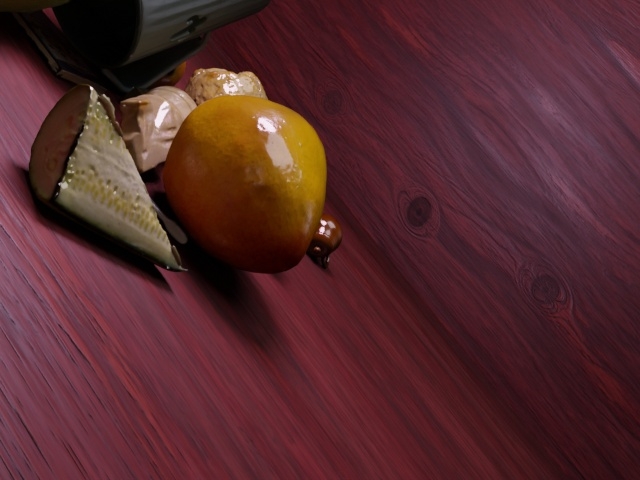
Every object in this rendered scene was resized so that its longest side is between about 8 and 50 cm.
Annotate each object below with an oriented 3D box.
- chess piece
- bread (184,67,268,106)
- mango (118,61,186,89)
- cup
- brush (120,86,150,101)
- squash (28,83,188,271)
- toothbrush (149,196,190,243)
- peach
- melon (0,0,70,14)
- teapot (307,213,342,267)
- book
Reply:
[{"bbox_3d":[-0.300,-0.197,1.506,0.137,0.137,0.301,47,13,-10],"label":"chess piece"},{"bbox_3d":[-0.254,-0.391,2.249,0.244,0.134,0.244,8,11,-2],"label":"bread"},{"bbox_3d":[-0.416,-0.440,1.878,0.254,0.139,0.175,37,-3,-17],"label":"mango"},{"bbox_3d":[-0.327,-0.509,1.647,0.392,0.401,0.310,-28,90,-38],"label":"cup"},{"bbox_3d":[-0.306,-0.212,1.730,0.233,0.047,0.103,50,9,-1],"label":"brush"},{"bbox_3d":[-0.270,-0.072,1.139,0.093,0.169,0.252,0,-22,34],"label":"squash"},{"bbox_3d":[-0.312,-0.104,1.349,0.288,0.021,0.024,48,-2,-6],"label":"toothbrush"},{"bbox_3d":[-0.128,-0.091,1.420,0.289,0.289,0.308,42,45,-38],"label":"peach"},{"bbox_3d":[-0.530,-0.465,1.303,0.331,0.226,0.343,34,20,12],"label":"melon"},{"bbox_3d":[0.000,0.000,2.161,0.116,0.116,0.173,-119,-168,-53],"label":"teapot"},{"bbox_3d":[-0.499,-0.372,1.548,0.231,0.026,0.157,51,9,12],"label":"book"}]
